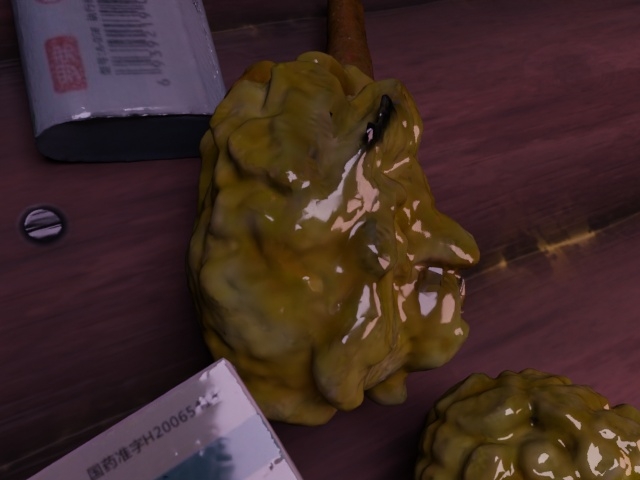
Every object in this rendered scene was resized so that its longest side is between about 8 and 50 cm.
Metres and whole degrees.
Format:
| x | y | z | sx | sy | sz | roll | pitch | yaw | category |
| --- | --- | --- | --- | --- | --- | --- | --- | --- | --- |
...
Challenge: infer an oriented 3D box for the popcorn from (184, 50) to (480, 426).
| x | y | z | sx | sy | sz | roll | pitch | yaw | category |
| --- | --- | --- | --- | --- | --- | --- | --- | --- | --- |
| 0.000 | 0.000 | 0.557 | 0.252 | 0.215 | 0.286 | 36 | 54 | -48 | popcorn |

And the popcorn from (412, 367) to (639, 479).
| x | y | z | sx | sy | sz | roll | pitch | yaw | category |
| --- | --- | --- | --- | --- | --- | --- | --- | --- | --- |
| 0.178 | 0.200 | 0.544 | 0.235 | 0.217 | 0.181 | 33 | 84 | -11 | popcorn |

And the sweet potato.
| x | y | z | sx | sy | sz | roll | pitch | yaw | category |
| --- | --- | --- | --- | --- | --- | --- | --- | --- | --- |
| 0.022 | -0.164 | 0.729 | 0.067 | 0.067 | 0.274 | 10 | 65 | -17 | sweet potato |

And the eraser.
| x | y | z | sx | sy | sz | roll | pitch | yaw | category |
| --- | --- | --- | --- | --- | --- | --- | --- | --- | --- |
| -0.182 | -0.187 | 0.649 | 0.174 | 0.081 | 0.227 | -6 | 67 | -28 | eraser |

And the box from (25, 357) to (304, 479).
| x | y | z | sx | sy | sz | roll | pitch | yaw | category |
| --- | --- | --- | --- | --- | --- | --- | --- | --- | --- |
| -0.145 | 0.241 | 0.392 | 0.343 | 0.065 | 0.200 | -31 | 74 | -13 | box |
